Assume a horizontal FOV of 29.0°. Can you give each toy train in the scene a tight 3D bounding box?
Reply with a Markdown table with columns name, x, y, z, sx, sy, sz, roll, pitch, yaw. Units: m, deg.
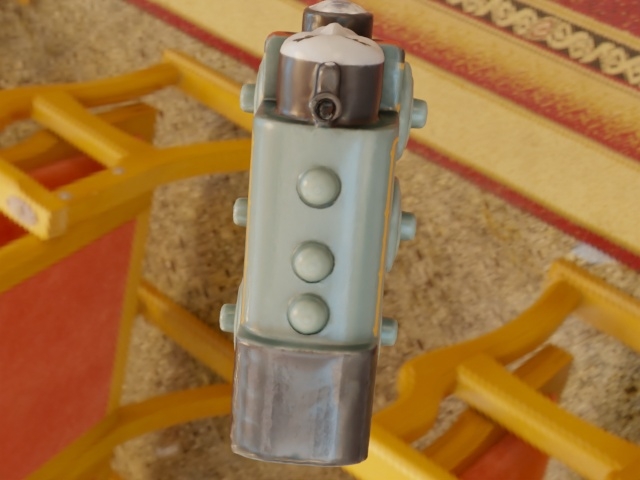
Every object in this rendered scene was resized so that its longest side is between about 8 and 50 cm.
| name | x | y | z | sx | sy | sz | roll | pitch | yaw |
| --- | --- | --- | --- | --- | --- | --- | --- | --- | --- |
| toy train | 0.000 | 0.000 | 0.887 | 0.142 | 0.190 | 0.333 | 6 | 106 | 0 |
